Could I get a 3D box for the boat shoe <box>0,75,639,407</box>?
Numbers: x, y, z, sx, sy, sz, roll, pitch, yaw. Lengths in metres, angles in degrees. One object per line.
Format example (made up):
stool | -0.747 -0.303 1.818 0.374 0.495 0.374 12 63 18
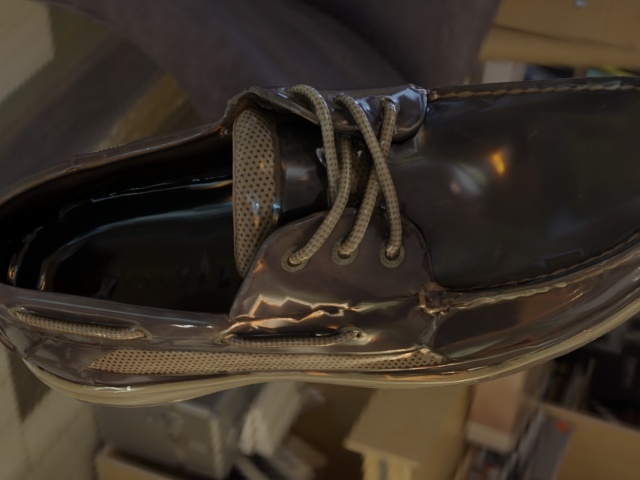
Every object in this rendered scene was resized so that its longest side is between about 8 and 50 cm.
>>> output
boat shoe | 0.000 0.000 0.618 0.130 0.355 0.132 41 37 -63
